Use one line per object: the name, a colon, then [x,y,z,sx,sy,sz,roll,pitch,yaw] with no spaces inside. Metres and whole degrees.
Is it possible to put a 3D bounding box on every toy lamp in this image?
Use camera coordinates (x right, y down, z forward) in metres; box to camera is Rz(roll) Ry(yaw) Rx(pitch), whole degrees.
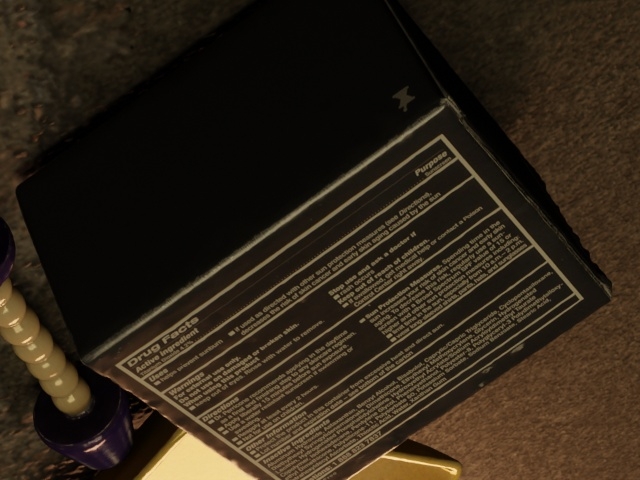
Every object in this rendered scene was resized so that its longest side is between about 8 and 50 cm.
toy lamp: [-0.209,0.087,1.412,0.080,0.080,0.274,-27,140,1]

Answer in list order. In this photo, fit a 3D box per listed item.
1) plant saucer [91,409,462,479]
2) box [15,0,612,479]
plant saucer: [-0.096,0.250,1.646,0.333,0.081,0.333,16,127,-44]
box: [0.000,0.000,1.342,0.296,0.182,0.294,-35,142,9]
